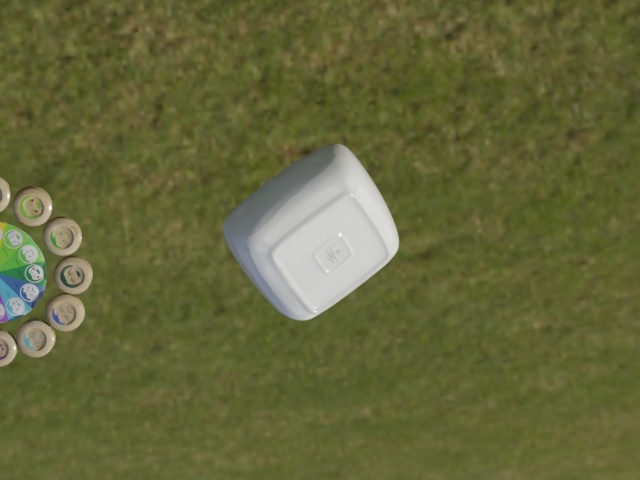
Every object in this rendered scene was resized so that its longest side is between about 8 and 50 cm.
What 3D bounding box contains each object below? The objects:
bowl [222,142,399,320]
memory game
[{"bbox_3d":[0.000,0.000,1.228,0.142,0.053,0.142,-36,128,-4],"label":"bowl"},{"bbox_3d":[-0.306,0.030,1.296,0.186,0.186,0.012,-9,-167,2],"label":"memory game"}]
